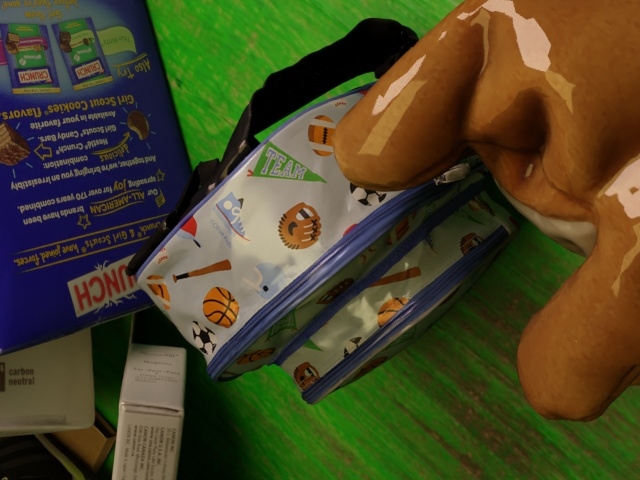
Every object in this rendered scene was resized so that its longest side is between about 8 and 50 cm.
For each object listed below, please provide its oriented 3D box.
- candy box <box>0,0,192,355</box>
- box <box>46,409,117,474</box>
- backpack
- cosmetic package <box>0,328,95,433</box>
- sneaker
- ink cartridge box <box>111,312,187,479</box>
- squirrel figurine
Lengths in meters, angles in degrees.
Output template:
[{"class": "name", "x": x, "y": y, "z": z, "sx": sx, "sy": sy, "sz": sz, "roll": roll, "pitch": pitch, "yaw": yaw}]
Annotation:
[{"class": "candy box", "x": -0.252, "y": -0.076, "z": 1.036, "sx": 0.122, "sy": 0.268, "sz": 0.317, "roll": -14, "pitch": 92, "yaw": 38}, {"class": "box", "x": -0.315, "y": 0.230, "z": 1.303, "sx": 0.164, "sy": 0.021, "sz": 0.201, "roll": 41, "pitch": 120, "yaw": 20}, {"class": "backpack", "x": 0.000, "y": 0.000, "z": 0.881, "sx": 0.213, "sy": 0.263, "sz": 0.276, "roll": 49, "pitch": 122, "yaw": 16}, {"class": "cosmetic package", "x": -0.473, "y": 0.045, "z": 1.145, "sx": 0.393, "sy": 0.329, "sz": 0.328, "roll": -12, "pitch": 79, "yaw": 37}, {"class": "sneaker", "x": -0.325, "y": 0.242, "z": 1.238, "sx": 0.234, "sy": 0.097, "sz": 0.084, "roll": 25, "pitch": 114, "yaw": 28}, {"class": "ink cartridge box", "x": -0.169, "y": 0.224, "z": 1.118, "sx": 0.060, "sy": 0.239, "sz": 0.275, "roll": 7, "pitch": 109, "yaw": -7}, {"class": "squirrel figurine", "x": 0.280, "y": -0.019, "z": 0.650, "sx": 0.397, "sy": 0.281, "sz": 0.370, "roll": -44, "pitch": 60, "yaw": 21}]
